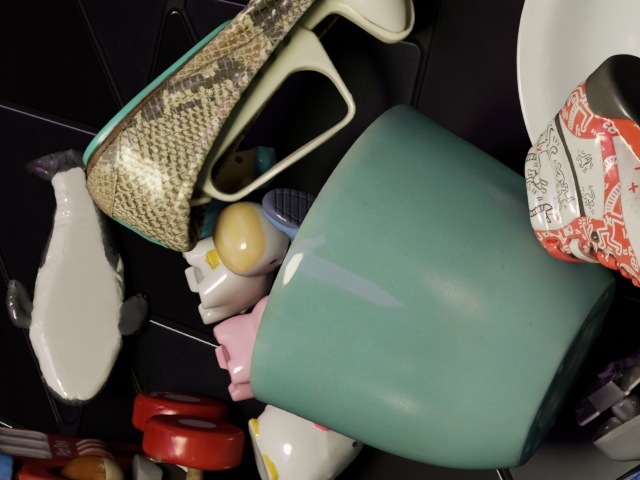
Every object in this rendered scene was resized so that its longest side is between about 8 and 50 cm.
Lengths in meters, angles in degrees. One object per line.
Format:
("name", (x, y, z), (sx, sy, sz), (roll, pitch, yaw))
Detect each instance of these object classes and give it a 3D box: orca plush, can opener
("orca plush", (-0.283, 0.050, 2.033), (0.287, 0.151, 0.102), (71, 156, 14))
("can opener", (0.334, 0.090, 1.576), (0.283, 0.076, 0.095), (-38, 97, 30))

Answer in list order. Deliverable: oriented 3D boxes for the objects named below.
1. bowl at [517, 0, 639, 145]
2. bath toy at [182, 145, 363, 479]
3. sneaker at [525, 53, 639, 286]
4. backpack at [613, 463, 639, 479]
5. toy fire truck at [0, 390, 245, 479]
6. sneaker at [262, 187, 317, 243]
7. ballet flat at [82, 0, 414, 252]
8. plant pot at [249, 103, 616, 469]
("bowl", (0.312, -0.142, 1.530), (0.298, 0.134, 0.298), (15, 110, 49))
("bath toy", (-0.043, 0.081, 1.833), (0.151, 0.129, 0.348), (99, 152, -66))
("sneaker", (0.254, 0.001, 1.458), (0.145, 0.090, 0.270), (-48, 57, 46))
("backpack", (0.266, 0.276, 1.576), (0.173, 0.117, 0.158), (-27, 70, 37))
("toy fire truck", (-0.216, 0.242, 1.836), (0.302, 0.253, 0.169), (-150, 67, -79))
("sneaker", (0.000, 0.000, 1.795), (0.059, 0.144, 0.053), (-45, 26, 40))
("ballet flat", (-0.024, -0.189, 1.783), (0.182, 0.164, 0.483), (38, 89, 10))
("plant pot", (0.113, 0.064, 1.612), (0.235, 0.293, 0.293), (28, 105, 15))
